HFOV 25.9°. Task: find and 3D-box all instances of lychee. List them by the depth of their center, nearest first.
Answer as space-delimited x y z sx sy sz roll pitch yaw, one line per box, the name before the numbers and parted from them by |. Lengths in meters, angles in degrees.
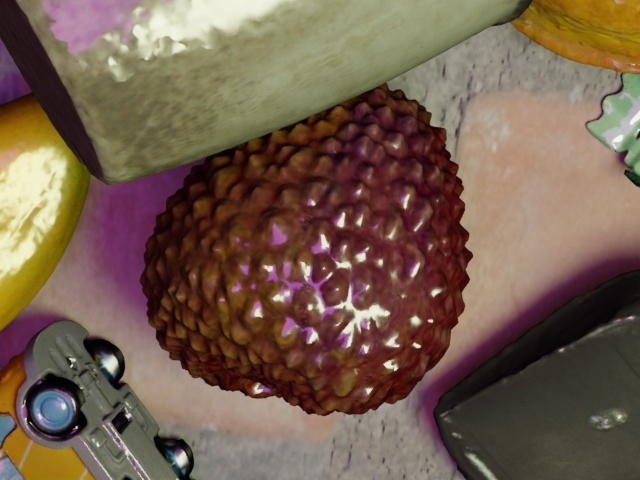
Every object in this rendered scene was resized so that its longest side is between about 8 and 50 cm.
lychee | 0.000 0.000 1.066 0.271 0.271 0.271 0 99 3

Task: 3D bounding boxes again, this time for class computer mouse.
computer mouse | 0.238 0.119 1.142 0.295 0.087 0.168 -29 116 24

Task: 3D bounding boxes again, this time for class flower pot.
flower pot | -0.059 -0.207 0.950 0.330 0.293 0.294 -32 97 -14

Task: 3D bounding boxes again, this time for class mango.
mango | -0.310 -0.001 1.141 0.317 0.119 0.176 -41 93 -1

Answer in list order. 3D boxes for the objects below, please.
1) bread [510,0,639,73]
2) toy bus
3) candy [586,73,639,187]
bread | 0.298 -0.252 1.010 0.340 0.194 0.179 -47 71 6
toy bus | -0.206 0.182 1.159 0.136 0.126 0.209 -32 96 16
candy | 0.429 -0.055 1.089 0.263 0.172 0.398 -45 74 -1
